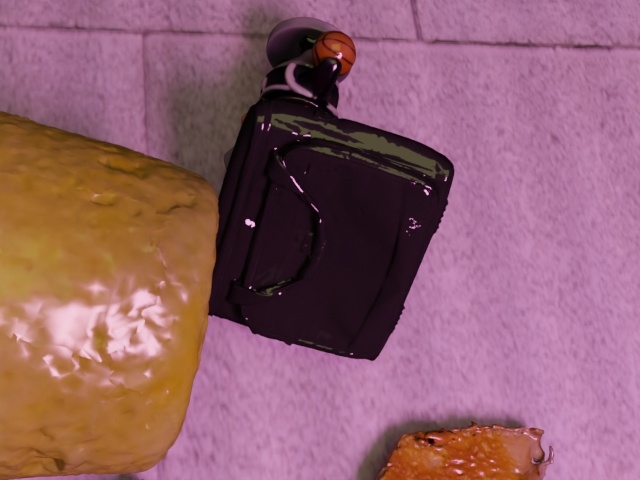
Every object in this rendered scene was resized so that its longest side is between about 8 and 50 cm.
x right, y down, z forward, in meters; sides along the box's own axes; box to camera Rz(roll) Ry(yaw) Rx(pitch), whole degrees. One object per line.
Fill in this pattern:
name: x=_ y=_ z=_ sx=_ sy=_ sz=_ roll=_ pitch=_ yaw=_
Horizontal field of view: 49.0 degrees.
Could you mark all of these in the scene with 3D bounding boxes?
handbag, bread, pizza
handbag: x=0.000 y=0.000 z=0.786 sx=0.244 sy=0.275 sz=0.088 roll=17 pitch=27 yaw=-6
bread: x=-0.264 y=0.062 z=0.662 sx=0.307 sy=0.348 sz=0.349 roll=13 pitch=68 yaw=-21
pizza: x=0.150 y=0.306 z=0.798 sx=0.189 sy=0.071 sz=0.297 roll=36 pitch=63 yaw=15

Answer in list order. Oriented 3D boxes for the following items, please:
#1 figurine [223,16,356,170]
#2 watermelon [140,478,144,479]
figurine: x=-0.026 y=-0.155 z=0.869 sx=0.132 sy=0.176 sz=0.237 roll=23 pitch=63 yaw=-19
watermelon: x=-0.155 y=0.396 z=0.632 sx=0.264 sy=0.302 sz=0.151 roll=36 pitch=104 yaw=0
